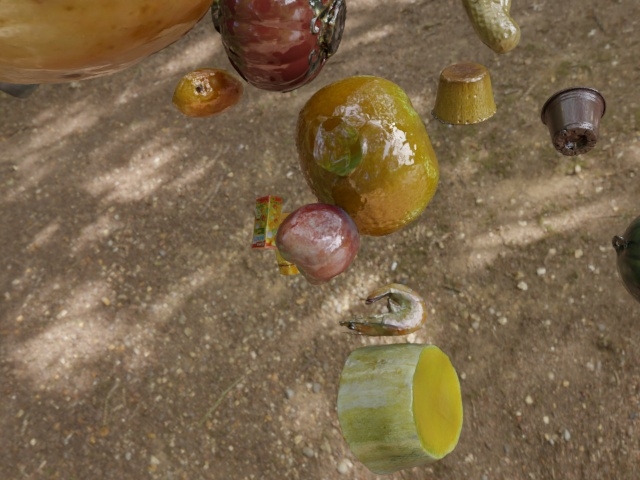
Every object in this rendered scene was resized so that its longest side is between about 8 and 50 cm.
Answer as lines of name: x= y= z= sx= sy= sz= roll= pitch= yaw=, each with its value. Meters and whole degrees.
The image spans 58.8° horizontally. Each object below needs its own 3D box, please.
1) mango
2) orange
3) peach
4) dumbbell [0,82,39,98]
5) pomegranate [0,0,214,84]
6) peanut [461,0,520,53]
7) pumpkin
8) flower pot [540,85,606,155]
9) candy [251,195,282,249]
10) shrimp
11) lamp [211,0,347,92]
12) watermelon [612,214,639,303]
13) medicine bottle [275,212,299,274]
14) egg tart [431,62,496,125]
mango: x=-0.251 y=-0.339 z=1.329 sx=0.141 sy=0.102 sz=0.217 roll=-42 pitch=1 yaw=23
orange: x=0.084 y=-0.180 z=1.137 sx=0.263 sy=0.196 sz=0.334 roll=-21 pitch=74 yaw=9
peach: x=0.000 y=0.000 z=1.050 sx=0.152 sy=0.152 sz=0.152 roll=-17 pitch=39 yaw=14
dumbbell: x=-0.524 y=-0.423 z=1.039 sx=0.388 sy=0.185 sz=0.185 roll=-43 pitch=37 yaw=6
pomegranate: x=-0.260 y=-0.304 z=0.413 sx=0.410 sy=0.410 sz=0.410 roll=-17 pitch=39 yaw=14
peanut: x=0.411 y=-0.549 z=1.368 sx=0.108 sy=0.095 sz=0.226 roll=-26 pitch=70 yaw=28
pumpkin: x=0.213 y=0.401 z=1.398 sx=0.199 sy=0.332 sz=0.332 roll=-21 pitch=33 yaw=40
flower pot: x=0.451 y=-0.202 z=1.006 sx=0.111 sy=0.111 sz=0.089 roll=-6 pitch=52 yaw=25
candy: x=-0.123 y=-0.040 z=1.298 sx=0.062 sy=0.038 sz=0.122 roll=-4 pitch=79 yaw=53
shrimp: x=0.173 y=0.202 z=1.572 sx=0.249 sy=0.068 sz=0.150 roll=-13 pitch=69 yaw=-12
lamp: x=-0.083 y=-0.458 z=1.157 sx=0.257 sy=0.303 sz=0.303 roll=14 pitch=48 yaw=7
watermelon: x=0.833 y=0.051 z=1.267 sx=0.359 sy=0.279 sz=0.279 roll=14 pitch=51 yaw=15
medicine bottle: x=-0.106 y=0.011 z=1.878 sx=0.096 sy=0.191 sz=0.096 roll=-9 pitch=15 yaw=2
egg tart: x=0.473 y=-0.481 z=1.873 sx=0.215 sy=0.170 sz=0.215 roll=-7 pitch=37 yaw=5
